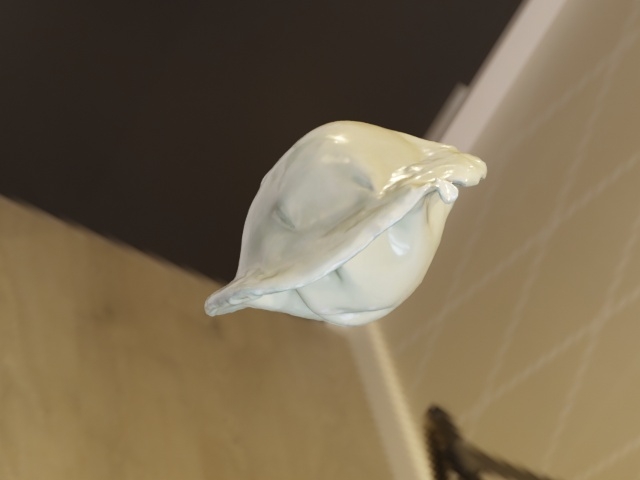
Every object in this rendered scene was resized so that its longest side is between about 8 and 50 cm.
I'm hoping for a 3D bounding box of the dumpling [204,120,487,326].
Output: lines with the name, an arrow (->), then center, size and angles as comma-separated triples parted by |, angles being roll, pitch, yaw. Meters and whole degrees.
dumpling -> 0.000, 0.004, 1.070 | 0.111, 0.181, 0.155 | 39, 34, 15
